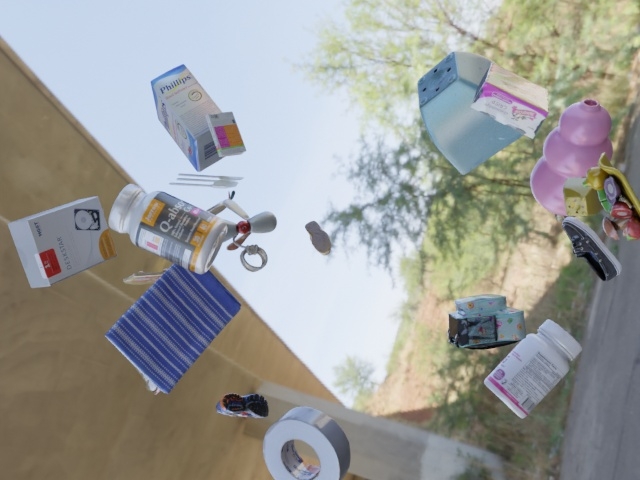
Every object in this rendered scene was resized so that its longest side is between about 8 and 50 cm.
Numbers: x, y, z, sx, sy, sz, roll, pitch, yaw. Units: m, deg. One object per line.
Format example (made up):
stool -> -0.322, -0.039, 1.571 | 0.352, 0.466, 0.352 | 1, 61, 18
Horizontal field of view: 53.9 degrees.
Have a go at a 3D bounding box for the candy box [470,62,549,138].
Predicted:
candy box -> 0.450, -0.336, 1.485 | 0.071, 0.159, 0.233 | -65, -4, 31

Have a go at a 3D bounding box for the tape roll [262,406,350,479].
tape roll -> -0.035, 0.535, 1.588 | 0.072, 0.219, 0.219 | -27, -50, -60

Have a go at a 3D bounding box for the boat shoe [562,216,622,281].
boat shoe -> 0.812, 0.031, 1.923 | 0.076, 0.228, 0.080 | -36, -9, -16

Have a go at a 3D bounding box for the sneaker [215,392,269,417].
sneaker -> -0.278, 0.593, 2.251 | 0.221, 0.087, 0.083 | 23, -130, -36

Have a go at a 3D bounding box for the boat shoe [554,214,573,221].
boat shoe -> 0.820, -0.102, 2.053 | 0.190, 0.072, 0.068 | -20, -71, -51

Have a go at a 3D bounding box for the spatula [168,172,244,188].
spatula -> -0.405, -0.214, 2.236 | 0.168, 0.242, 0.019 | -79, -8, -68

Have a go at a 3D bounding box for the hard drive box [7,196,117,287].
hard drive box -> -0.685, 0.001, 1.690 | 0.232, 0.089, 0.181 | -34, -66, -54

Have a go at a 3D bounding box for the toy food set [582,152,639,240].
toy food set -> 0.568, -0.058, 1.208 | 0.218, 0.071, 0.128 | 62, -164, 5

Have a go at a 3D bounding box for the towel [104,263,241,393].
towel -> -0.394, 0.222, 1.751 | 0.243, 0.040, 0.336 | 51, -122, -18

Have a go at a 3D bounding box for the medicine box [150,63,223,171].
medicine box -> -0.478, -0.448, 2.332 | 0.149, 0.289, 0.263 | -35, -13, -18

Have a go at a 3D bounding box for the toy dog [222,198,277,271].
toy dog -> -0.326, -0.030, 2.063 | 0.161, 0.333, 0.220 | 10, 87, 67

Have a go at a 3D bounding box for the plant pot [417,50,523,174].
plant pot -> 0.417, -0.397, 1.832 | 0.247, 0.252, 0.248 | -36, 34, 36

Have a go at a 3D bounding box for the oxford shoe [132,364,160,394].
oxford shoe -> -0.551, 0.387, 2.042 | 0.348, 0.130, 0.123 | 113, 167, -46

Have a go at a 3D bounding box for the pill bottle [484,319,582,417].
pill bottle -> 0.655, 0.390, 1.936 | 0.283, 0.160, 0.160 | -47, -16, 1

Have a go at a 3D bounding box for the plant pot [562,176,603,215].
plant pot -> 0.613, -0.096, 1.483 | 0.083, 0.081, 0.082 | -39, -59, -43

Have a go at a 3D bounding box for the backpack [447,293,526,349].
backpack -> 0.440, 0.213, 1.654 | 0.166, 0.188, 0.144 | 95, 177, -85

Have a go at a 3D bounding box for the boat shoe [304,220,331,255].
boat shoe -> 0.000, 0.000, 2.101 | 0.059, 0.063, 0.170 | 63, 179, -41

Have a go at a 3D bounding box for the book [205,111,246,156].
book -> -0.311, -0.349, 2.064 | 0.096, 0.035, 0.144 | -15, -95, -40

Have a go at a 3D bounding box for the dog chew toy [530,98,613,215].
dog chew toy -> 0.698, -0.230, 1.726 | 0.207, 0.206, 0.332 | -62, -23, -44

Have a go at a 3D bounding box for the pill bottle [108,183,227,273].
pill bottle -> -0.401, -0.035, 1.666 | 0.162, 0.278, 0.162 | 24, -90, -90

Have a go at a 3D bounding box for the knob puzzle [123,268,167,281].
knob puzzle -> -0.642, 0.134, 2.356 | 0.213, 0.213, 0.030 | 34, -135, -75

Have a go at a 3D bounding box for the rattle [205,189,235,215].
rattle -> -0.376, -0.093, 2.452 | 0.130, 0.143, 0.199 | -41, 1, 38
